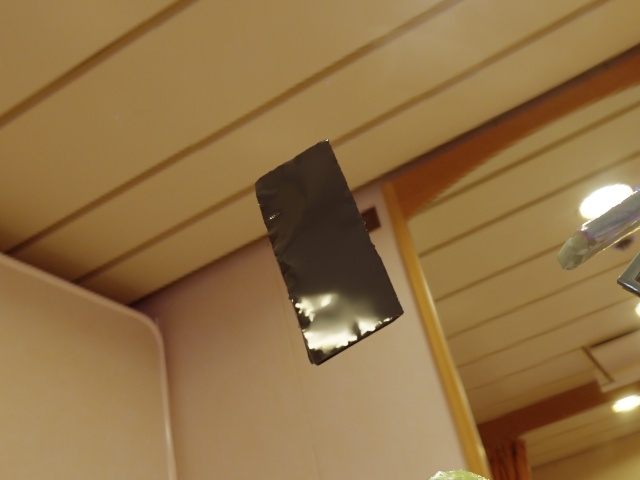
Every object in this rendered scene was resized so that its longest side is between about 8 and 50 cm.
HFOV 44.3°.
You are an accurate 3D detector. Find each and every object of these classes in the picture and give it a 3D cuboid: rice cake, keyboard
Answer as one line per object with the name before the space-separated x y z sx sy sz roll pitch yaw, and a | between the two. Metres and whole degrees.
rice cake | 0.420 -0.031 1.084 0.221 0.042 0.080 -25 -28 -26
keyboard | 0.001 0.001 0.580 0.074 0.196 0.015 -28 -44 7

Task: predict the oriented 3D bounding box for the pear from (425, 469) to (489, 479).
pear | 0.161 0.409 0.676 0.165 0.399 0.398 -1 -16 44

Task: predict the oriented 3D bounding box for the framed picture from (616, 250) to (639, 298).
framed picture | 0.520 0.068 0.913 0.231 0.293 0.018 -36 -32 -38
